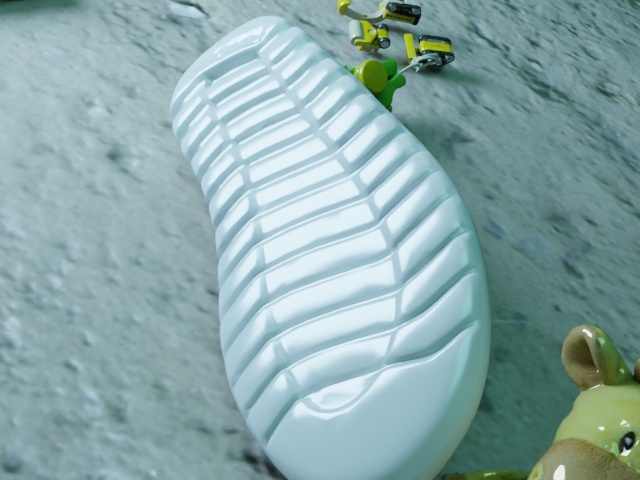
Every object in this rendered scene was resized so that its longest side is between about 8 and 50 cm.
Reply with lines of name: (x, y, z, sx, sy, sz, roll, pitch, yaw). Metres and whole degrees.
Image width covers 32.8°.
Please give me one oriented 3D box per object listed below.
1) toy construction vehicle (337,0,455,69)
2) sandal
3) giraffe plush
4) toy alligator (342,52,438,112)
toy construction vehicle: (0.067, -0.192, 1.007, 0.098, 0.035, 0.086, 3, 53, -17)
sandal: (0.013, -0.008, 0.704, 0.102, 0.169, 0.416, 43, 19, -43)
giraffe plush: (0.140, 0.147, 0.530, 0.181, 0.170, 0.210, 24, 39, 5)
toy alligator: (0.035, -0.118, 0.892, 0.189, 0.056, 0.051, -16, 93, -38)
